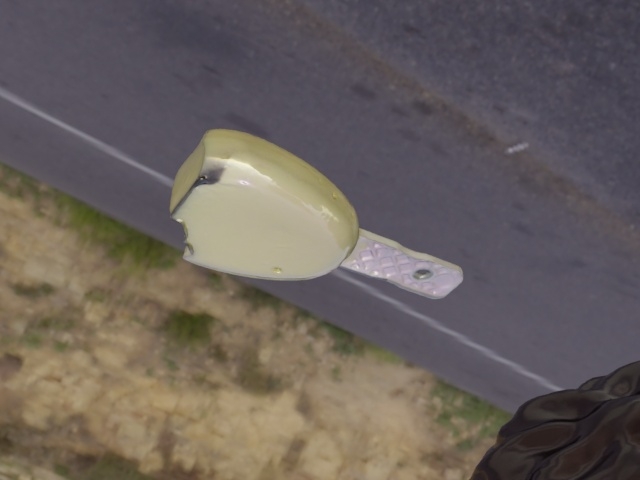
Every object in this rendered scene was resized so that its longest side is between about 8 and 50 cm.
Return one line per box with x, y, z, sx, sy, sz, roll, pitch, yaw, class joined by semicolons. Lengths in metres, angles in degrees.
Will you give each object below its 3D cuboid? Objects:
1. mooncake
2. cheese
0.252;0.193;0.842;0.283;0.283;0.141;3;112;60;mooncake
0.000;0.000;0.838;0.256;0.050;0.127;22;133;-26;cheese
